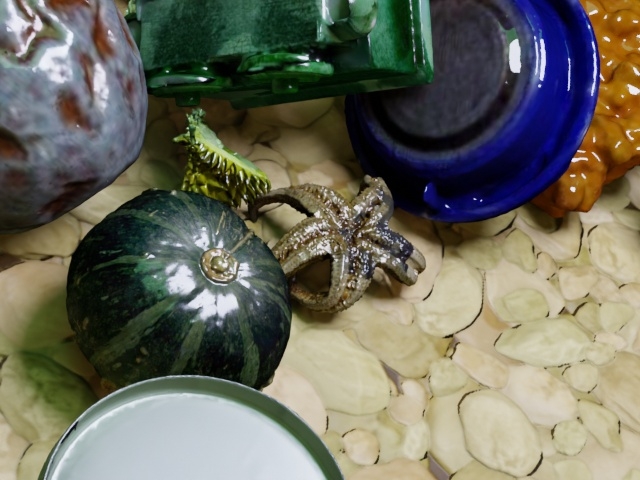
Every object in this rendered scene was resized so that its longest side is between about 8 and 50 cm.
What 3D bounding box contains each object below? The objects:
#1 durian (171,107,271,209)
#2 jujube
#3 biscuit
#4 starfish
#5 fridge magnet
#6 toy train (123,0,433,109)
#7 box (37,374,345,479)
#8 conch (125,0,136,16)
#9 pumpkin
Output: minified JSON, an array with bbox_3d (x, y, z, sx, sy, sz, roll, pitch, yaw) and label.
[{"bbox_3d":[-0.102,-0.065,1.241,0.086,0.215,0.100,-30,98,0],"label":"durian"},{"bbox_3d":[-0.285,-0.153,1.172,0.308,0.215,0.246,40,78,-6],"label":"jujube"},{"bbox_3d":[0.270,-0.201,1.459,0.312,0.110,0.318,-34,66,-17],"label":"biscuit"},{"bbox_3d":[-0.001,0.001,1.272,0.190,0.074,0.146,-20,66,-28],"label":"starfish"},{"bbox_3d":[0.136,-0.147,1.328,0.113,0.265,0.265,20,33,-57],"label":"fridge magnet"},{"bbox_3d":[-0.047,-0.197,1.262,0.202,0.266,0.145,-5,91,-55],"label":"toy train"},{"bbox_3d":[-0.099,0.228,1.000,0.226,0.149,0.226,9,51,-11],"label":"box"},{"bbox_3d":[-0.155,-0.210,1.386,0.121,0.074,0.089,-25,74,-28],"label":"conch"},{"bbox_3d":[-0.114,0.052,1.139,0.190,0.146,0.190,11,48,-13],"label":"pumpkin"}]
